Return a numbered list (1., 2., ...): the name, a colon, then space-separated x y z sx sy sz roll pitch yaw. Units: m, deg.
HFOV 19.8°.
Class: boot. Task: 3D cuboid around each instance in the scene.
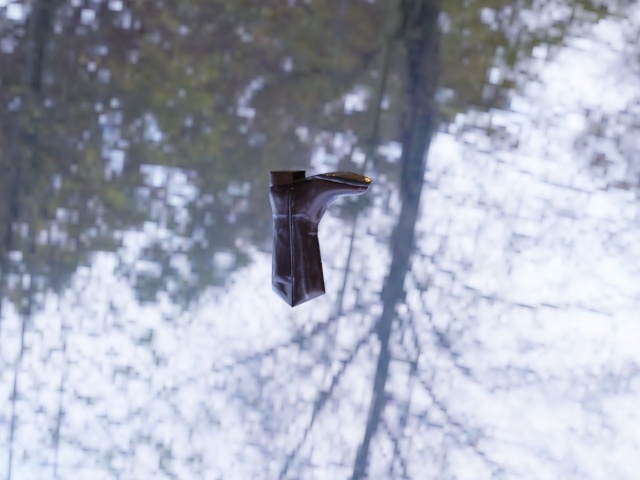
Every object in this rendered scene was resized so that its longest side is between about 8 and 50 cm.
1. boot: 0.000 0.000 1.521 0.106 0.114 0.037 4 -173 42
